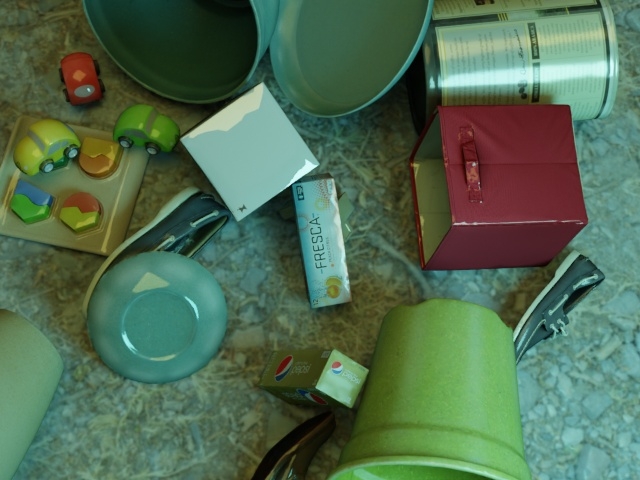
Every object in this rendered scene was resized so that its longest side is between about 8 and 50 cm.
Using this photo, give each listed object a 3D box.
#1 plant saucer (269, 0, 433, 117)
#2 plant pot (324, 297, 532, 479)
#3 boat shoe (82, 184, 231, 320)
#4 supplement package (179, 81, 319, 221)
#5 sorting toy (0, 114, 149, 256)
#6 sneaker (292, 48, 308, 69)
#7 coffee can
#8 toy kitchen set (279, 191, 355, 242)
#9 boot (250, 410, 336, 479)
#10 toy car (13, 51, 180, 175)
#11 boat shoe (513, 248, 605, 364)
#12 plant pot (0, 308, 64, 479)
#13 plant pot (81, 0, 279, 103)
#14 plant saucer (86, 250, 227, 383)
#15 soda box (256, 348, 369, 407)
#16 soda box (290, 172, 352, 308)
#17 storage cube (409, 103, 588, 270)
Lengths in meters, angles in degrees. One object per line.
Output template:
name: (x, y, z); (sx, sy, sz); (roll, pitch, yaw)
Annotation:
plant saucer: (0.048, -0.328, 1.715); (0.318, 0.044, 0.317); (-11, 73, 42)
plant pot: (0.156, 0.225, 1.563); (0.276, 0.276, 0.253); (8, 59, 2)
boat shoe: (-0.231, 0.032, 1.696); (0.079, 0.095, 0.254); (34, 64, 22)
supplement package: (-0.103, -0.124, 1.645); (0.134, 0.244, 0.139); (-35, 99, -2)
sorting toy: (-0.375, -0.085, 1.761); (0.208, 0.038, 0.193); (13, 71, 3)
sneaker: (0.024, -0.317, 1.835); (0.170, 0.068, 0.071); (-35, 69, -11)
coffee can: (0.273, -0.263, 1.746); (0.275, 0.201, 0.201); (-6, 71, -3)
toy kitchen set: (0.001, -0.037, 1.758); (0.083, 0.075, 0.068); (58, 35, -16)
boot: (-0.038, 0.335, 1.613); (0.219, 0.082, 0.106); (-42, 98, -18)
toy car: (-0.317, -0.184, 1.756); (0.225, 0.053, 0.239); (12, 57, 9)
boat shoe: (0.331, 0.104, 1.686); (0.065, 0.075, 0.206); (35, 69, 14)
plant pot: (-0.473, 0.227, 1.559); (0.256, 0.256, 0.274); (34, 58, 11)
plant pot: (-0.180, -0.378, 1.761); (0.293, 0.293, 0.196); (25, 46, 8)
plant saucer: (-0.223, 0.113, 1.640); (0.195, 0.037, 0.195); (-2, 105, -9)
soda box: (-0.013, 0.184, 1.595); (0.061, 0.181, 0.058); (33, 71, -21)
soda box: (0.000, 0.000, 1.683); (0.063, 0.058, 0.183); (-9, 101, -5)
storage cube: (0.244, -0.073, 1.679); (0.193, 0.215, 0.183); (-2, 70, -8)
